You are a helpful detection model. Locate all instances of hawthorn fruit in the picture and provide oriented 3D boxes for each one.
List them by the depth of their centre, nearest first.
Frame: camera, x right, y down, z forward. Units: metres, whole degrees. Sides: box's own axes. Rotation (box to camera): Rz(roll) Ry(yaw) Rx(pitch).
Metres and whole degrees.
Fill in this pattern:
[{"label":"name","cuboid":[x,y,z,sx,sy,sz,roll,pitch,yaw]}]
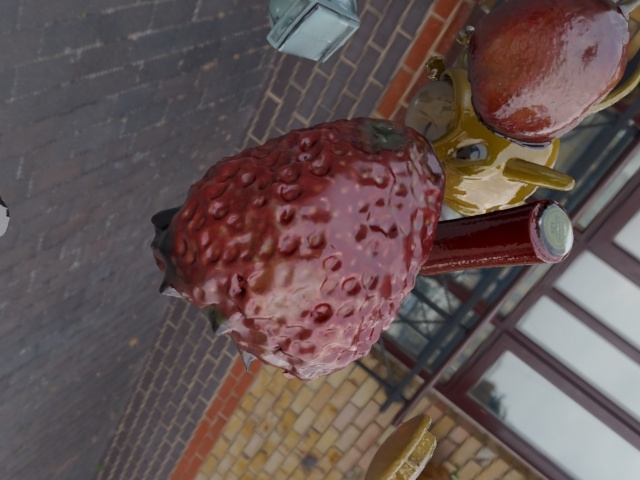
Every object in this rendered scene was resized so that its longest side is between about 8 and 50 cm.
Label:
[{"label":"hawthorn fruit","cuboid":[0.297,-0.227,0.896,0.251,0.189,0.189,-27,-170,42]}]

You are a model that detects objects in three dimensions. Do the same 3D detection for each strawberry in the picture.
[{"label":"strawberry","cuboid":[-0.009,0.009,0.841,0.310,0.291,0.292,-28,-178,27]}]

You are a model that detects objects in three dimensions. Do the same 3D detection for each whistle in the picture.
[{"label":"whistle","cuboid":[-0.025,-0.380,1.186,0.163,0.163,0.290,-55,166,19]}]

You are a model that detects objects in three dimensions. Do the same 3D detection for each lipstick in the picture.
[{"label":"lipstick","cuboid":[0.210,0.001,0.937,0.080,0.080,0.241,-47,-161,-28]}]

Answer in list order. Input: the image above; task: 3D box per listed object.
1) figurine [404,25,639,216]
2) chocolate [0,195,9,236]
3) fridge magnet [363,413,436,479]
[{"label":"figurine","cuboid":[0.320,-0.224,1.200,0.401,0.268,0.387,-10,-129,42]},{"label":"chocolate","cuboid":[-0.633,-0.142,1.186,0.148,0.343,0.126,-48,158,27]},{"label":"fridge magnet","cuboid":[0.111,0.304,1.005,0.143,0.063,0.143,-49,170,-12]}]
